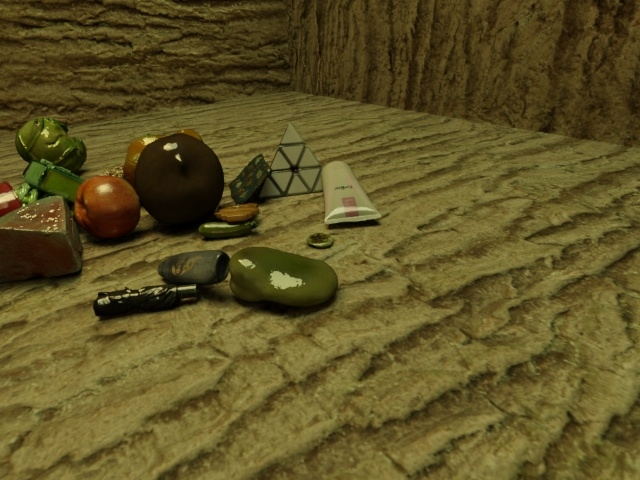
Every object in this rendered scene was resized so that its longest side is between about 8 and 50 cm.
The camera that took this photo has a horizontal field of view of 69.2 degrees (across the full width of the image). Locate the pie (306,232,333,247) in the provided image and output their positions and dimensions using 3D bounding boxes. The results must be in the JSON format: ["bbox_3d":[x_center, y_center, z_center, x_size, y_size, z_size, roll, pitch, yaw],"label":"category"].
[{"bbox_3d":[0.000,0.000,1.386,0.085,0.017,0.085,-2,27,1],"label":"pie"}]

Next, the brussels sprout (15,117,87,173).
[{"bbox_3d":[-1.164,-0.400,2.005,0.227,0.259,0.294,-47,35,-13],"label":"brussels sprout"}]

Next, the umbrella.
[{"bbox_3d":[-0.408,0.137,1.097,0.235,0.059,0.066,-5,48,-10],"label":"umbrella"}]

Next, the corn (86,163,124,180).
[{"bbox_3d":[-0.823,-0.225,1.803,0.098,0.098,0.290,8,27,20],"label":"corn"}]

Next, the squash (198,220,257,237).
[{"bbox_3d":[-0.286,-0.036,1.442,0.183,0.052,0.052,-6,27,-12],"label":"squash"}]

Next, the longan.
[{"bbox_3d":[-0.454,-0.198,1.507,0.297,0.297,0.297,-2,26,1],"label":"longan"}]

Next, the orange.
[{"bbox_3d":[-0.558,-0.274,1.711,0.334,0.263,0.196,-15,44,-41],"label":"orange"}]

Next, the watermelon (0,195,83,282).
[{"bbox_3d":[-0.747,0.022,1.242,0.201,0.213,0.261,33,46,24],"label":"watermelon"}]

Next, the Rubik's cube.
[{"bbox_3d":[-0.112,-0.271,1.809,0.233,0.229,0.228,-30,-30,27],"label":"Rubik's cube"}]

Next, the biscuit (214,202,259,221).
[{"bbox_3d":[-0.275,-0.095,1.525,0.144,0.040,0.236,-11,12,-7],"label":"biscuit"}]

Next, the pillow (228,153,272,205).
[{"bbox_3d":[-0.266,-0.231,1.740,0.189,0.034,0.255,-44,30,5],"label":"pillow"}]

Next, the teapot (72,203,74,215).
[{"bbox_3d":[-0.856,-0.122,1.614,0.090,0.092,0.124,-4,16,31],"label":"teapot"}]

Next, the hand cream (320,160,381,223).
[{"bbox_3d":[0.080,-0.160,1.614,0.185,0.118,0.359,-5,33,-6],"label":"hand cream"}]

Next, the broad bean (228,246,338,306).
[{"bbox_3d":[-0.090,0.092,1.124,0.263,0.121,0.189,13,26,0],"label":"broad bean"}]

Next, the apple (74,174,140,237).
[{"bbox_3d":[-0.667,-0.106,1.442,0.209,0.209,0.164,21,26,38],"label":"apple"}]

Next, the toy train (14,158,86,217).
[{"bbox_3d":[-0.876,-0.153,1.500,0.271,0.188,0.159,17,-9,46],"label":"toy train"}]

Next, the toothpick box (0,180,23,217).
[{"bbox_3d":[-0.996,-0.016,1.262,0.204,0.204,0.333,22,38,40],"label":"toothpick box"}]

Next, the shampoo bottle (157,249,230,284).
[{"bbox_3d":[-0.323,0.069,1.163,0.233,0.087,0.049,-4,-24,37],"label":"shampoo bottle"}]
